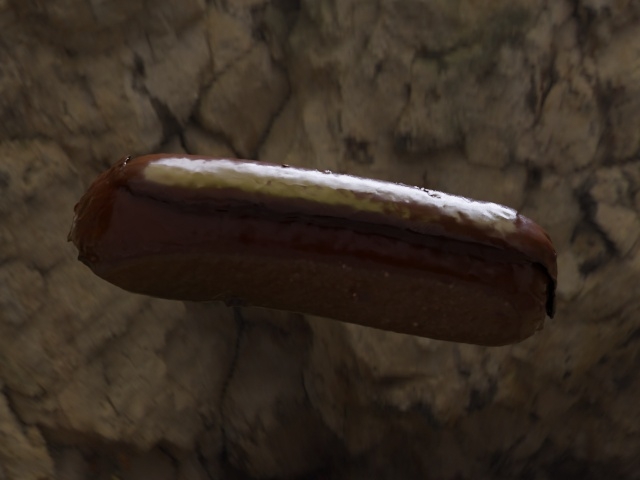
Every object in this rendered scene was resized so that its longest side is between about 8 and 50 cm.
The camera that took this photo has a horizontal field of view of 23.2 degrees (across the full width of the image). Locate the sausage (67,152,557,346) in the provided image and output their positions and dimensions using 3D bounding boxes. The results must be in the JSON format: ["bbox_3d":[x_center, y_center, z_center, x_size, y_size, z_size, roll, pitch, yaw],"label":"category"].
[{"bbox_3d":[0.000,0.000,1.036,0.330,0.102,0.102,8,-106,-8],"label":"sausage"}]
